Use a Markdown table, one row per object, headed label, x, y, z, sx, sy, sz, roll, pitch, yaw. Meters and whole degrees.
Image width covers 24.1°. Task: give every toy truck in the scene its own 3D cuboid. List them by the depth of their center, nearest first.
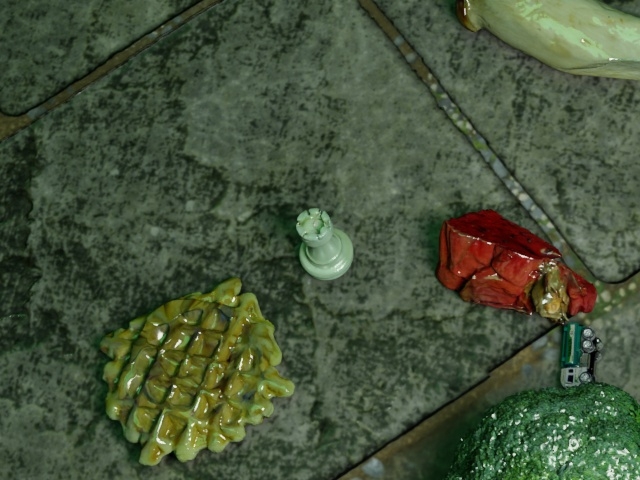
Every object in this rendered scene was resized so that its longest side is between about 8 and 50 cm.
| label | x | y | z | sx | sy | sz | roll | pitch | yaw |
| --- | --- | --- | --- | --- | --- | --- | --- | --- | --- |
| toy truck | 0.295 | 0.135 | 1.704 | 0.044 | 0.039 | 0.083 | -4 | 63 | 28 |

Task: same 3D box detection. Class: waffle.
| label | x | y | z | sx | sy | sz | roll | pitch | yaw |
| --- | --- | --- | --- | --- | --- | --- | --- | --- | --- |
| waffle | -0.153 | 0.158 | 1.773 | 0.223 | 0.054 | 0.204 | -25 | 64 | -1 |

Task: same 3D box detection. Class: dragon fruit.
| label | x | y | z | sx | sy | sz | roll | pitch | yaw |
| --- | --- | --- | --- | --- | --- | --- | --- | --- | --- |
| dragon fruit | 0.230 | 0.042 | 1.755 | 0.192 | 0.122 | 0.092 | 24 | 112 | 16 |

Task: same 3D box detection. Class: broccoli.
| label | x | y | z | sx | sy | sz | roll | pitch | yaw |
| --- | --- | --- | --- | --- | --- | --- | --- | --- | --- |
| broccoli | 0.247 | 0.285 | 1.564 | 0.269 | 0.254 | 0.269 | 4 | 102 | 19 |

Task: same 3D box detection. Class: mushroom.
| label | x | y | z | sx | sy | sz | roll | pitch | yaw |
| --- | --- | --- | --- | --- | --- | --- | --- | --- | --- |
| mushroom | 0.322 | -0.254 | 1.847 | 0.333 | 0.087 | 0.107 | 27 | 73 | 19 |

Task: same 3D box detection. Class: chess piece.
| label | x | y | z | sx | sy | sz | roll | pitch | yaw |
| --- | --- | --- | --- | --- | --- | --- | --- | --- | --- |
| chess piece | 0.000 | 0.000 | 1.785 | 0.067 | 0.103 | 0.067 | -5 | 65 | 10 |
